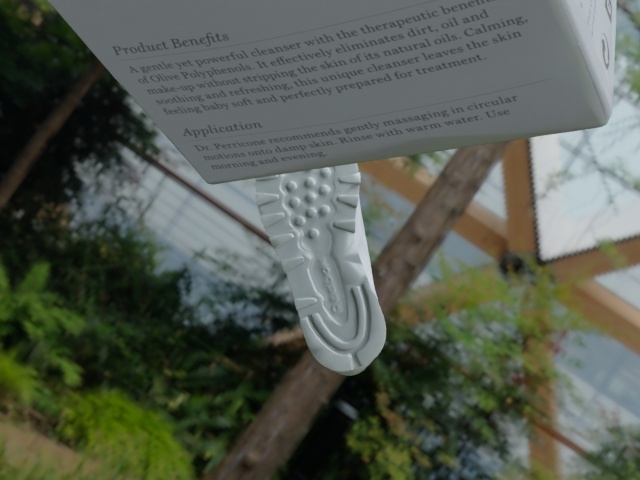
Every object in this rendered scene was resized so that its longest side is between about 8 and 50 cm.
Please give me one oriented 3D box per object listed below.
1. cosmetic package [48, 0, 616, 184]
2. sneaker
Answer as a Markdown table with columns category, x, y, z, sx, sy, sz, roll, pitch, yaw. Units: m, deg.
| category | x | y | z | sx | sy | sz | roll | pitch | yaw |
| --- | --- | --- | --- | --- | --- | --- | --- | --- | --- |
| cosmetic package | -0.032 | -0.186 | 0.434 | 0.196 | 0.155 | 0.365 | -6 | -35 | 24 |
| sneaker | 0.000 | 0.000 | 1.082 | 0.090 | 0.235 | 0.095 | -9 | -8 | 4 |
